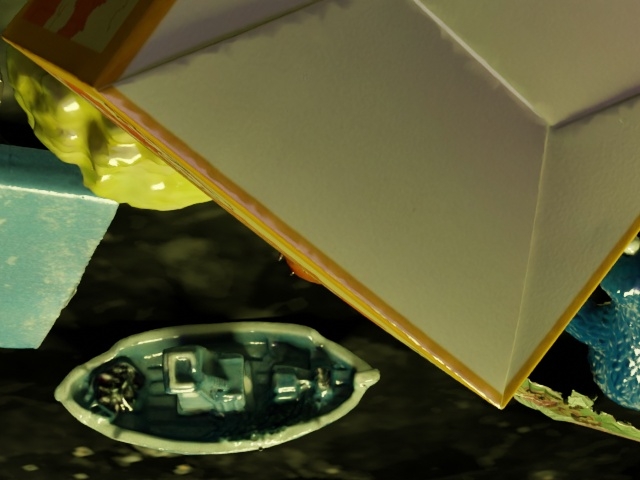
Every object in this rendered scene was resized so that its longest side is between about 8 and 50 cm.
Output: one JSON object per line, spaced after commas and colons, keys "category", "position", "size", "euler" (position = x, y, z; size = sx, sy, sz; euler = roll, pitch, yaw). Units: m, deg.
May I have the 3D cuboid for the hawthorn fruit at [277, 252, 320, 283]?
{"category": "hawthorn fruit", "position": [0.000, 0.000, 1.414], "size": [0.093, 0.081, 0.081], "euler": [-2, 150, 22]}

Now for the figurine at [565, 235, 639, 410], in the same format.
{"category": "figurine", "position": [0.300, 0.084, 1.521], "size": [0.164, 0.121, 0.262], "euler": [-14, 144, 26]}

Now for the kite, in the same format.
{"category": "kite", "position": [0.238, 0.162, 1.653], "size": [0.323, 0.013, 0.268], "euler": [24, 171, -1]}

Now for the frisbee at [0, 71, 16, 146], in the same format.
{"category": "frisbee", "position": [-0.266, -0.084, 1.327], "size": [0.211, 0.012, 0.187], "euler": [4, 147, -9]}

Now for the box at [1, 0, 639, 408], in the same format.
{"category": "box", "position": [0.034, -0.113, 0.877], "size": [0.283, 0.214, 0.259], "euler": [39, 88, -25]}

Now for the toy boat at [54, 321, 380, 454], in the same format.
{"category": "toy boat", "position": [-0.098, 0.139, 1.582], "size": [0.309, 0.129, 0.142], "euler": [-3, 163, -1]}

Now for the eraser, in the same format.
{"category": "eraser", "position": [-0.279, 0.013, 1.439], "size": [0.144, 0.043, 0.312], "euler": [9, 150, -20]}

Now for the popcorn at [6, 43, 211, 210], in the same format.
{"category": "popcorn", "position": [-0.078, -0.123, 1.083], "size": [0.259, 0.212, 0.259], "euler": [-2, 172, 0]}
